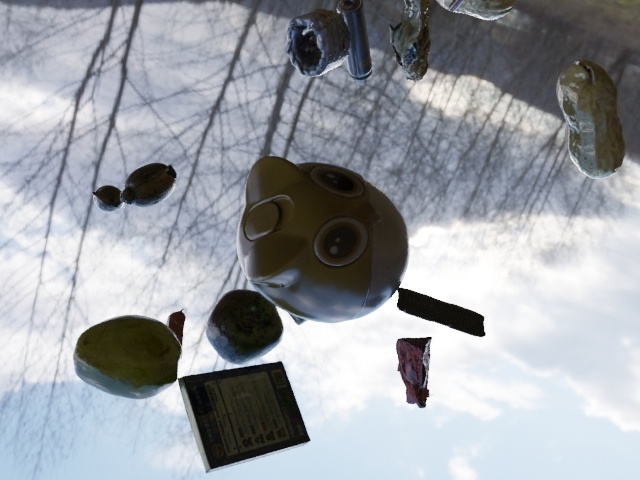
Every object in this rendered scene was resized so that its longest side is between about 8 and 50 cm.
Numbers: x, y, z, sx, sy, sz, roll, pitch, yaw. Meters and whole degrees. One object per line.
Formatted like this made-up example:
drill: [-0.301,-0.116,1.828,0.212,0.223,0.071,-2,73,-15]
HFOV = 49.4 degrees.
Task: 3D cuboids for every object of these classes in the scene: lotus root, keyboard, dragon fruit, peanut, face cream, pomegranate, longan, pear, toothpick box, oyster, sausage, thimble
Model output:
lotus root: [-0.504,-0.158,2.030,0.120,0.120,0.209,27,-137,23]
keyboard: [0.336,0.198,1.929,0.263,0.016,0.106,19,-142,-4]
dragon fruit: [0.278,0.357,1.882,0.092,0.192,0.122,-2,176,-30]
peanut: [0.486,-0.811,2.262,0.325,0.153,0.140,32,163,39]
face cream: [0.100,-0.553,1.957,0.073,0.283,0.073,-5,-124,8]
pomegranate: [-0.283,0.312,2.558,0.285,0.284,0.341,17,172,-7]
longan: [-0.710,-0.140,2.318,0.113,0.092,0.113,24,-173,-3]
peanut: [0.610,-0.272,1.567,0.130,0.290,0.130,-17,-147,11]
pear: [-0.572,0.345,2.074,0.307,0.252,0.253,3,-158,-12]
toothpick box: [0.000,0.000,1.788,0.425,0.408,0.409,23,-169,-46]
oyster: [0.247,-0.554,1.795,0.083,0.223,0.214,1,-121,-14]
sausage: [-0.483,0.308,2.306,0.065,0.169,0.065,1,162,0]
thimble: [-0.005,-0.488,1.716,0.127,0.151,0.118,15,-144,31]

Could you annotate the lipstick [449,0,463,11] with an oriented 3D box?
lipstick: [0.439,-0.747,2.093,0.027,0.027,0.176,14,163,-14]

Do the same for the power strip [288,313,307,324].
power strip: [-0.102,0.167,2.398,0.118,0.046,0.270,-31,-107,-28]

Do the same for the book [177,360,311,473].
book: [-0.234,0.547,2.216,0.428,0.039,0.300,2,-121,-47]
